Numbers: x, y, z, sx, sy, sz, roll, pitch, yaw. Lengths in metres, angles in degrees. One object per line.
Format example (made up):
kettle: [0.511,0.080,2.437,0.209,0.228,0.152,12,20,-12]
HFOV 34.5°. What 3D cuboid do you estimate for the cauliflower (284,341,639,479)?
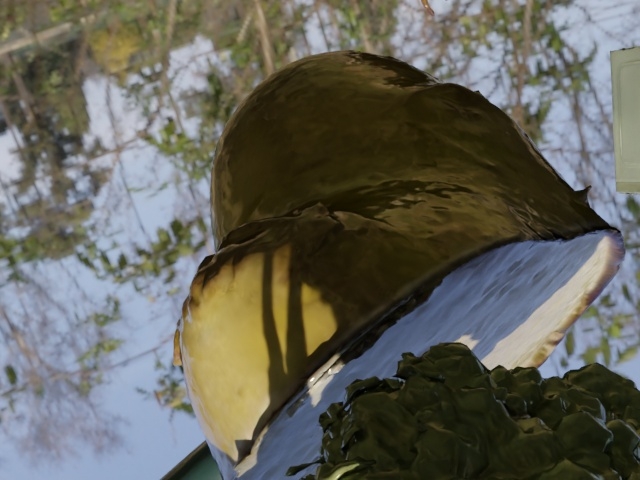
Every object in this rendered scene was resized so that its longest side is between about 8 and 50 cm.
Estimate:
cauliflower: [0.069,0.194,0.392,0.327,0.260,0.281,-53,175,-39]

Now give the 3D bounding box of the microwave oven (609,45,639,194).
microwave oven: [0.378,-0.115,0.935,0.129,0.162,0.205,-5,-173,-22]

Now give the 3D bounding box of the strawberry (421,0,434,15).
strawberry: [0.169,-0.415,1.303,0.292,0.292,0.343,-16,162,4]

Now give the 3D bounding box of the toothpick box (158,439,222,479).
toothpick box: [-0.074,0.233,0.950,0.184,0.120,0.120,-44,-161,8]

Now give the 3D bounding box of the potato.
potato: [0.000,0.000,0.718,0.397,0.290,0.296,-10,-128,-48]
